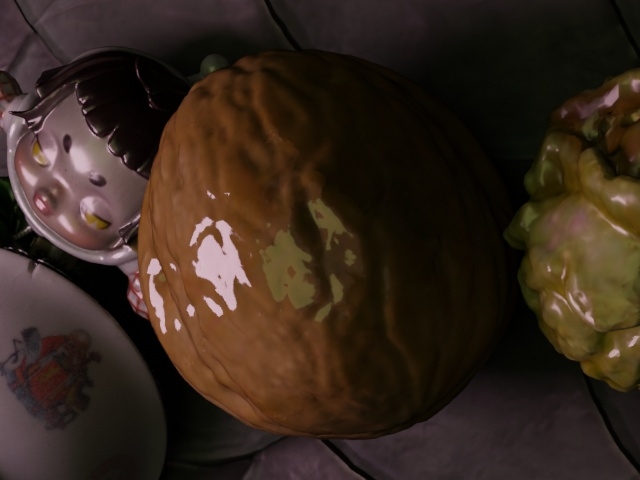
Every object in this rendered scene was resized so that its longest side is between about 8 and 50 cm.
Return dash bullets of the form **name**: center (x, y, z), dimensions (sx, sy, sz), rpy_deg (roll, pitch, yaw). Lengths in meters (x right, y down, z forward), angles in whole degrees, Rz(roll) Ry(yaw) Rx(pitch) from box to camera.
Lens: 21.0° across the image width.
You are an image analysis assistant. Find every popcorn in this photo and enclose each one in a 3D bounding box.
- **popcorn**: center (0.248, -0.017, 1.281), dimensions (0.212, 0.259, 0.259), rpy_deg (31, 107, 41)

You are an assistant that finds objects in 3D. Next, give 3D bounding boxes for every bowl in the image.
- **bowl**: center (-0.322, 0.182, 1.546), dimensions (0.346, 0.157, 0.345), rpy_deg (10, 124, 15)

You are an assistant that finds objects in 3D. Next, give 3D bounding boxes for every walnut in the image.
- **walnut**: center (0.000, 0.000, 1.371), dimensions (0.333, 0.333, 0.332), rpy_deg (2, 95, 27)

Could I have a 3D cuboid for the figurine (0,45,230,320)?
- **figurine**: center (-0.220, -0.034, 1.561), dimensions (0.281, 0.167, 0.370), rpy_deg (48, 121, 5)
